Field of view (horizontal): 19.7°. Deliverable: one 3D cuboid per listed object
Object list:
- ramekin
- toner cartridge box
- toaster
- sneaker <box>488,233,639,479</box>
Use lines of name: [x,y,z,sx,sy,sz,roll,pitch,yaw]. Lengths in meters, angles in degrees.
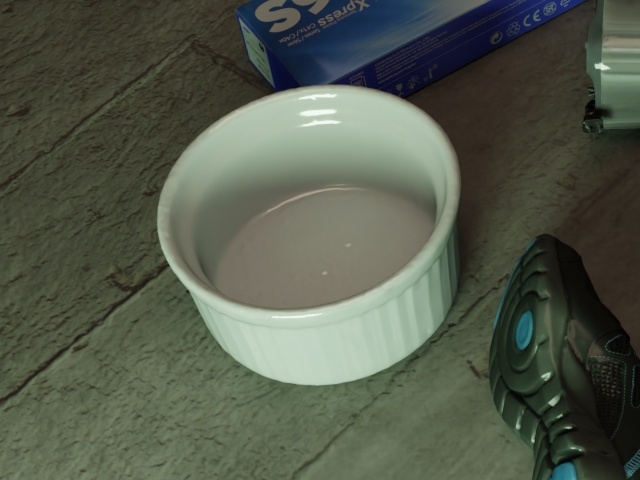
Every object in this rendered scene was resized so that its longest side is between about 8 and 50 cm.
ramekin: [0.000,0.000,1.695,0.277,0.135,0.277,-7,49,8]
toner cartridge box: [0.102,-0.251,1.927,0.348,0.075,0.165,-29,51,-12]
toaster: [0.333,-0.195,1.789,0.146,0.129,0.227,1,49,12]
sneaker: [0.233,0.136,1.558,0.139,0.125,0.341,9,43,-15]
